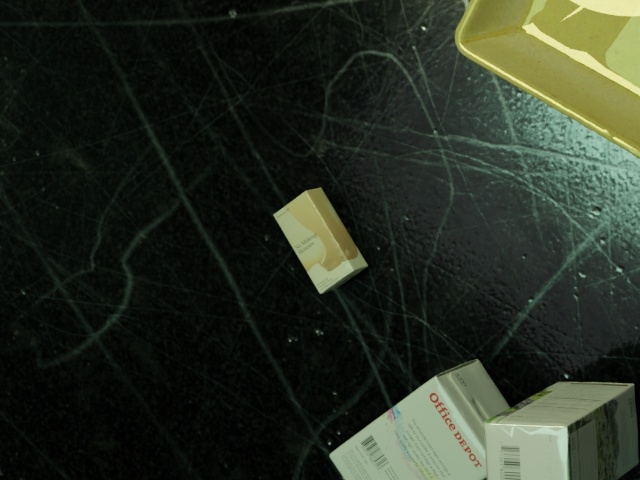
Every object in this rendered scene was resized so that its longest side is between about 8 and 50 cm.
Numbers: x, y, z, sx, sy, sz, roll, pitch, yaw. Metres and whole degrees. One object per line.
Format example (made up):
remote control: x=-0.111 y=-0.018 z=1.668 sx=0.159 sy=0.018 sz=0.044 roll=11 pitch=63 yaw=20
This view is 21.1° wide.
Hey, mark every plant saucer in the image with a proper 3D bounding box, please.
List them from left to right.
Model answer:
plant saucer: x=0.356 y=-0.275 z=1.827 sx=0.333 sy=0.081 sz=0.333 roll=33 pitch=110 yaw=20

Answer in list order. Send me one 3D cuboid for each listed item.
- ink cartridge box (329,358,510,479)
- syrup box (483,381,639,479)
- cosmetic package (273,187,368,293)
ink cartridge box: x=0.131 y=0.242 z=1.988 sx=0.176 sy=0.127 sz=0.128 roll=-39 pitch=78 yaw=27
syrup box: x=0.264 y=0.219 z=1.853 sx=0.096 sy=0.237 sz=0.093 roll=-1 pitch=96 yaw=27
cosmetic package: x=0.000 y=0.000 z=2.074 sx=0.060 sy=0.041 sz=0.115 roll=-37 pitch=79 yaw=27
